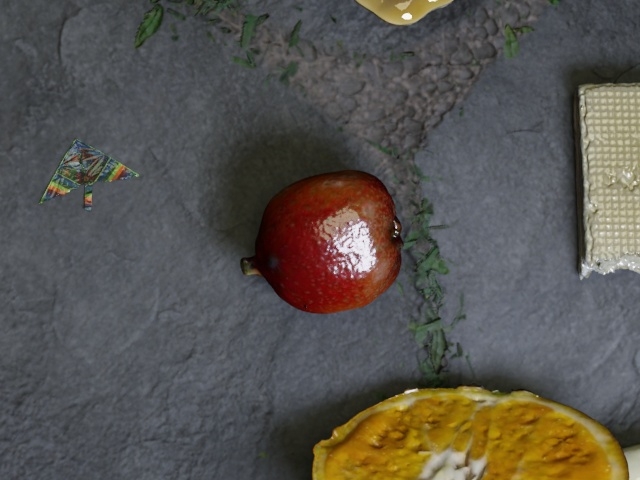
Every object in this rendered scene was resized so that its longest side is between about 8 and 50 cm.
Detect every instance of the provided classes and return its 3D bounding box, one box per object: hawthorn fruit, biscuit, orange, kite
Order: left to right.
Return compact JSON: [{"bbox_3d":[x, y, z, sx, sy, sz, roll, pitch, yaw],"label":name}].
[{"bbox_3d":[-0.279,-0.079,1.881,0.122,0.004,0.090,-11,79,-2],"label":"kite"},{"bbox_3d":[0.000,0.000,1.793,0.188,0.169,0.169,-6,80,2],"label":"hawthorn fruit"},{"bbox_3d":[0.171,0.270,1.697,0.310,0.274,0.274,-29,79,31],"label":"orange"},{"bbox_3d":[0.356,-0.070,1.857,0.108,0.062,0.239,0,80,-1],"label":"biscuit"}]

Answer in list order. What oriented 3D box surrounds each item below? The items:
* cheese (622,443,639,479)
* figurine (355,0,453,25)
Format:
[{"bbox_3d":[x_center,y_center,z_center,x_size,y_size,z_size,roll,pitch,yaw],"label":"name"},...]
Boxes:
[{"bbox_3d":[0.397,0.355,1.749,0.233,0.127,0.266,-8,77,1],"label":"cheese"},{"bbox_3d":[0.090,-0.363,1.810,0.208,0.257,0.181,44,82,8],"label":"figurine"}]
